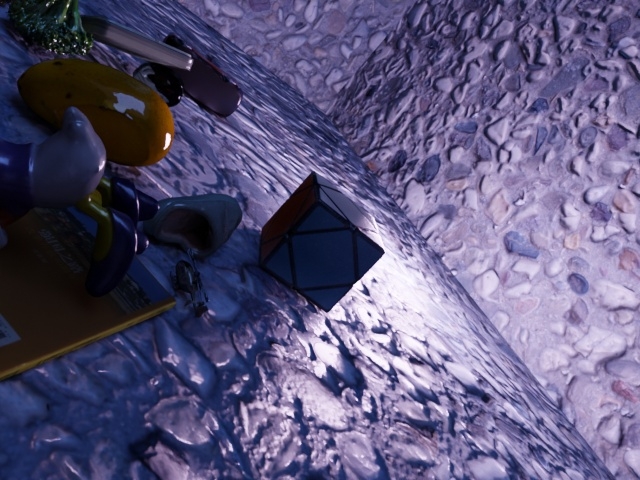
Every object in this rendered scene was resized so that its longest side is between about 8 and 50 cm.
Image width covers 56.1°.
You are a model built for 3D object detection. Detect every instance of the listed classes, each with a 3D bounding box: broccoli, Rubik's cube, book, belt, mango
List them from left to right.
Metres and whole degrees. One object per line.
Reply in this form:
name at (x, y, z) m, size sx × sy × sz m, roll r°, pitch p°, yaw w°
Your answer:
book at (-0.368, 0.029, 0.760) m, size 0.262 × 0.028 × 0.374 m, roll 45°, pitch 17°, yaw 8°
broccoli at (-0.584, -0.522, 1.354) m, size 0.194 × 0.194 × 0.219 m, roll 35°, pitch 13°, yaw -25°
mango at (-0.419, -0.253, 1.146) m, size 0.290 × 0.160 × 0.191 m, roll 22°, pitch 31°, yaw -28°
belt at (-0.429, -0.410, 1.587) m, size 0.140 × 0.105 × 0.058 m, roll 28°, pitch 17°, yaw -27°
Rubik's cube at (0.000, 0.000, 1.379) m, size 0.205 × 0.205 × 0.207 m, roll 37°, pitch 16°, yaw -20°

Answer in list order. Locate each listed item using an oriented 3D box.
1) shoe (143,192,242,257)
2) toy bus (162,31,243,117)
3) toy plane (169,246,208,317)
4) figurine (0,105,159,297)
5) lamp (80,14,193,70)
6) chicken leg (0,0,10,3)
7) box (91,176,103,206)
shoe at (-0.217, -0.024, 1.124) m, size 0.100 × 0.103 × 0.251 m, roll 48°, pitch 22°, yaw 20°
toy bus at (-0.393, -0.530, 1.929) m, size 0.303 × 0.127 × 0.147 m, roll 33°, pitch 16°, yaw -30°
toy plane at (-0.213, 0.072, 0.981) m, size 0.031 × 0.049 × 0.120 m, roll 17°, pitch 47°, yaw -55°
figurine at (-0.369, -0.093, 0.680) m, size 0.421 × 0.193 × 0.154 m, roll 25°, pitch 27°, yaw -34°
lamp at (-0.503, -0.514, 1.561) m, size 0.269 × 0.047 × 0.266 m, roll 12°, pitch 8°, yaw -45°
chicken leg at (-0.750, -0.612, 1.437) m, size 0.198 × 0.069 × 0.085 m, roll -105°, pitch 169°, yaw -50°
box at (-0.363, -0.076, 0.982) m, size 0.087 × 0.023 × 0.155 m, roll 40°, pitch 5°, yaw -40°
